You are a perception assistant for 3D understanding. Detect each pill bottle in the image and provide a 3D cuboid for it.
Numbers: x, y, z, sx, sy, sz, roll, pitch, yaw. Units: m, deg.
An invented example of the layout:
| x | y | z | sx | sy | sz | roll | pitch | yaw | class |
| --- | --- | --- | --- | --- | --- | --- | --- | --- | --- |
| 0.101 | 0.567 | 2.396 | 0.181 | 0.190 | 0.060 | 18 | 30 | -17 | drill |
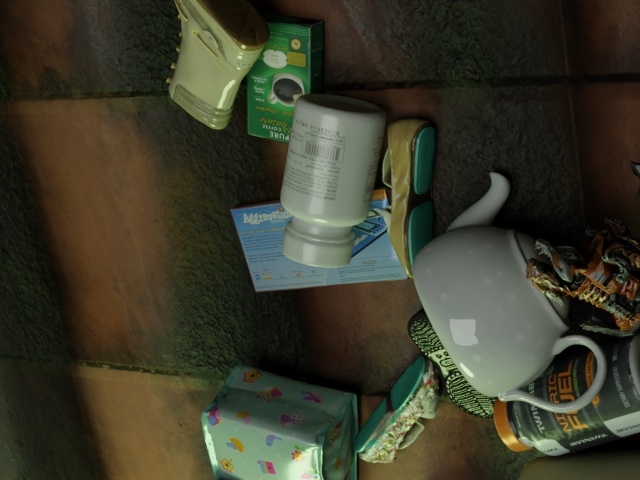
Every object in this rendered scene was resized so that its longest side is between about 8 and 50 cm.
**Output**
| x | y | z | sx | sy | sz | roll | pitch | yaw | class |
| --- | --- | --- | --- | --- | --- | --- | --- | --- | --- |
| 0.362 | 0.223 | 1.796 | 0.246 | 0.130 | 0.130 | -25 | 97 | 37 | pill bottle |
| 0.012 | -0.085 | 1.840 | 0.131 | 0.131 | 0.229 | 17 | 108 | 24 | pill bottle |

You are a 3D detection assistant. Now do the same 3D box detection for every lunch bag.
| x | y | z | sx | sy | sz | roll | pitch | yaw | class |
| --- | --- | --- | --- | --- | --- | --- | --- | --- | --- |
| -0.058 | 0.356 | 2.094 | 0.224 | 0.160 | 0.262 | 13 | 129 | 22 | lunch bag |

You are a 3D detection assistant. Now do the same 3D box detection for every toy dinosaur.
| x | y | z | sx | sy | sz | roll | pitch | yaw | class |
| --- | --- | --- | --- | --- | --- | --- | --- | --- | --- |
| 0.431 | 0.024 | 1.645 | 0.164 | 0.322 | 0.218 | -138 | 55 | -60 | toy dinosaur |

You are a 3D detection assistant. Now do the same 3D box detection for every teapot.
| x | y | z | sx | sy | sz | roll | pitch | yaw | class |
| --- | --- | --- | --- | --- | --- | --- | --- | --- | --- |
| 0.256 | 0.080 | 1.747 | 0.187 | 0.252 | 0.256 | -29 | 114 | 14 | teapot |

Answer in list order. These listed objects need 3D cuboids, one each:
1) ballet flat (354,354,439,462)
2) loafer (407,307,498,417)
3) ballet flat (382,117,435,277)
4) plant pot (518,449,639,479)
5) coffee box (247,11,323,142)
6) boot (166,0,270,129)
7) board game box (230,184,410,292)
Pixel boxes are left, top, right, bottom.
| x | y | z | sx | sy | sz | roll | pitch | yaw | class |
| --- | --- | --- | --- | --- | --- | --- | --- | --- | --- |
| 0.135 | 0.261 | 1.993 | 0.077 | 0.091 | 0.241 | 22 | 131 | -15 | ballet flat |
| 0.213 | 0.171 | 1.897 | 0.080 | 0.078 | 0.220 | -13 | 122 | 39 | loafer |
| 0.124 | -0.063 | 1.849 | 0.073 | 0.080 | 0.232 | 14 | 109 | 35 | ballet flat |
| 0.414 | 0.392 | 1.790 | 0.274 | 0.256 | 0.256 | 10 | 116 | 37 | plant pot |
| -0.052 | -0.235 | 1.890 | 0.113 | 0.040 | 0.184 | 13 | 117 | 27 | coffee box |
| -0.187 | -0.312 | 1.900 | 0.262 | 0.095 | 0.203 | 52 | 142 | 20 | boot |
| 0.000 | 0.000 | 1.974 | 0.281 | 0.027 | 0.145 | -6 | 109 | 33 | board game box |
